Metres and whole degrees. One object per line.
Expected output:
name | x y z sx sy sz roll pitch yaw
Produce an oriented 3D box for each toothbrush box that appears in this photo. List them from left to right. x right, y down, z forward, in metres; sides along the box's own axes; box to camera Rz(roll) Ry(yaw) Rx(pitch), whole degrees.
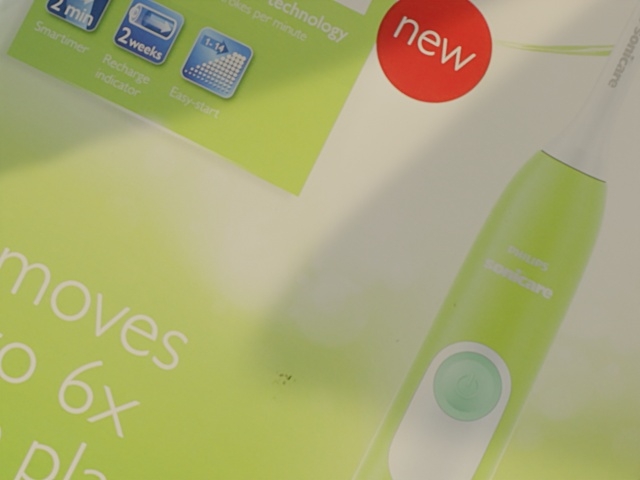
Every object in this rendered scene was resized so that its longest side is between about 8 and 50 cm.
toothbrush box | 0.000 0.000 0.527 0.206 0.283 0.122 27 173 1
